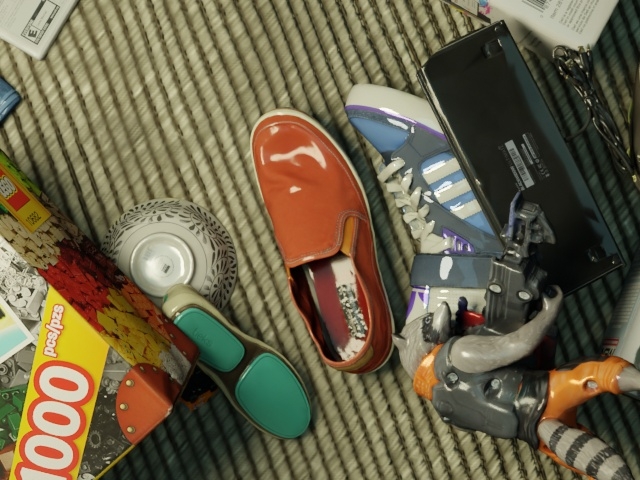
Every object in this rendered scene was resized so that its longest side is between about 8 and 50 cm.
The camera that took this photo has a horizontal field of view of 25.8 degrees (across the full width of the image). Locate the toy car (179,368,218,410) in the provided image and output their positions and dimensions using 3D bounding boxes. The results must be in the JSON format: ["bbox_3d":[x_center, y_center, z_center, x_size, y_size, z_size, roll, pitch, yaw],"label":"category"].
[{"bbox_3d":[-0.183,0.167,1.670,0.122,0.060,0.041,25,130,16],"label":"toy car"}]

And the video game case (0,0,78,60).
[{"bbox_3d":[-0.368,-0.356,1.694,0.193,0.023,0.212,30,87,0],"label":"video game case"}]

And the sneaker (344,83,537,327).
[{"bbox_3d":[0.128,-0.013,1.633,0.322,0.130,0.236,30,82,-5],"label":"sneaker"}]

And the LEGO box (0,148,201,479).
[{"bbox_3d":[-0.437,0.171,1.483,0.500,0.193,0.372,-42,98,14],"label":"LEGO box"}]

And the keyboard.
[{"bbox_3d":[0.256,-0.102,1.586,0.201,0.033,0.317,-26,91,-10],"label":"keyboard"}]

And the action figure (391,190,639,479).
[{"bbox_3d":[0.222,0.135,1.488,0.330,0.341,0.178,18,43,31],"label":"action figure"}]

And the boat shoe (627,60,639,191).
[{"bbox_3d":[0.402,-0.154,1.654,0.081,0.069,0.228,19,53,-4],"label":"boat shoe"}]

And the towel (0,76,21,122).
[{"bbox_3d":[-0.424,-0.186,1.679,0.119,0.029,0.067,39,85,1],"label":"towel"}]

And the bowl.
[{"bbox_3d":[-0.183,0.030,1.647,0.170,0.080,0.170,0,86,-3],"label":"bowl"}]

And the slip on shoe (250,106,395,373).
[{"bbox_3d":[0.000,0.000,1.634,0.123,0.101,0.331,-19,87,17],"label":"slip on shoe"}]

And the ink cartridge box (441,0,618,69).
[{"bbox_3d":[0.234,-0.361,1.665,0.278,0.117,0.201,29,86,0],"label":"ink cartridge box"}]

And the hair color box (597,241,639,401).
[{"bbox_3d":[0.475,0.029,1.650,0.185,0.113,0.375,22,87,0],"label":"hair color box"}]

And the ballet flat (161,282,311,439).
[{"bbox_3d":[-0.101,0.138,1.632,0.086,0.086,0.248,-43,121,-4],"label":"ballet flat"}]
